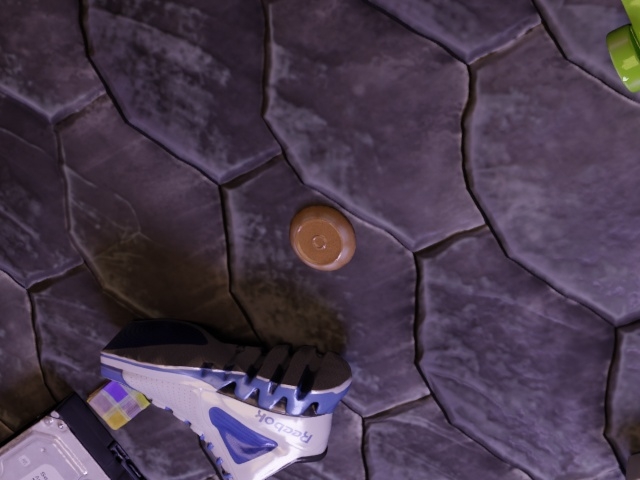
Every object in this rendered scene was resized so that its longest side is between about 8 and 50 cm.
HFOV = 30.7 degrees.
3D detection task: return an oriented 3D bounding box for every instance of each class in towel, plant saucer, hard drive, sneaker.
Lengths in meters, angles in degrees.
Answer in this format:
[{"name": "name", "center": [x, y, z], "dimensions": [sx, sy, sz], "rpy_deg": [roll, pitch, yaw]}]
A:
[{"name": "towel", "center": [-0.270, 0.215, 1.558], "dimensions": [0.083, 0.009, 0.060], "rpy_deg": [-36, 95, 28]}, {"name": "plant saucer", "center": [0.000, 0.000, 1.368], "dimensions": [0.083, 0.015, 0.083], "rpy_deg": [7, 114, 17]}, {"name": "hard drive", "center": [-0.395, 0.389, 1.646], "dimensions": [0.339, 0.064, 0.237], "rpy_deg": [-34, 97, 27]}, {"name": "sneaker", "center": [-0.122, 0.217, 1.438], "dimensions": [0.315, 0.127, 0.182], "rpy_deg": [10, 112, 14]}]

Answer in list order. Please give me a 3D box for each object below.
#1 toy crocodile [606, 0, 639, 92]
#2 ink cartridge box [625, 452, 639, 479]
[{"name": "toy crocodile", "center": [0.376, -0.143, 1.132], "dimensions": [0.115, 0.105, 0.340], "rpy_deg": [-28, 95, 28]}, {"name": "ink cartridge box", "center": [0.419, 0.285, 1.301], "dimensions": [0.198, 0.067, 0.115], "rpy_deg": [-24, 101, 25]}]
